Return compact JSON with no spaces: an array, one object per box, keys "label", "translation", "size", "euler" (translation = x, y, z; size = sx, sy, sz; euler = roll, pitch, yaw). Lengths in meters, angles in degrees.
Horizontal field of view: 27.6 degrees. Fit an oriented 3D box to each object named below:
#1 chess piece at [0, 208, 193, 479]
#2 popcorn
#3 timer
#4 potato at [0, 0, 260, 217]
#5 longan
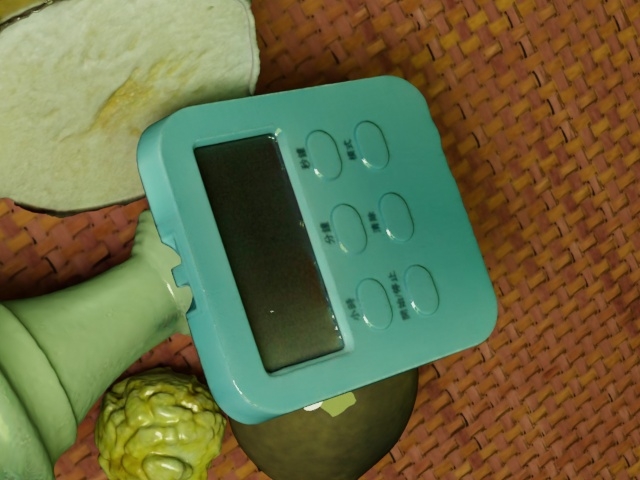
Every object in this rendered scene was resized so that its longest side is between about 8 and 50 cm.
[{"label":"chess piece","translation":[-0.174,0.070,0.992],"size":[0.299,0.195,0.194],"euler":[-32,113,-24]},{"label":"popcorn","translation":[-0.130,0.161,1.089],"size":[0.106,0.116,0.120],"euler":[-21,154,-46]},{"label":"timer","translation":[0.000,0.000,0.970],"size":[0.250,0.091,0.231],"euler":[-14,83,-46]},{"label":"potato","translation":[-0.194,-0.159,0.943],"size":[0.246,0.196,0.300],"euler":[-42,155,21]},{"label":"longan","translation":[0.001,0.125,1.108],"size":[0.167,0.167,0.187],"euler":[-5,126,-20]}]
